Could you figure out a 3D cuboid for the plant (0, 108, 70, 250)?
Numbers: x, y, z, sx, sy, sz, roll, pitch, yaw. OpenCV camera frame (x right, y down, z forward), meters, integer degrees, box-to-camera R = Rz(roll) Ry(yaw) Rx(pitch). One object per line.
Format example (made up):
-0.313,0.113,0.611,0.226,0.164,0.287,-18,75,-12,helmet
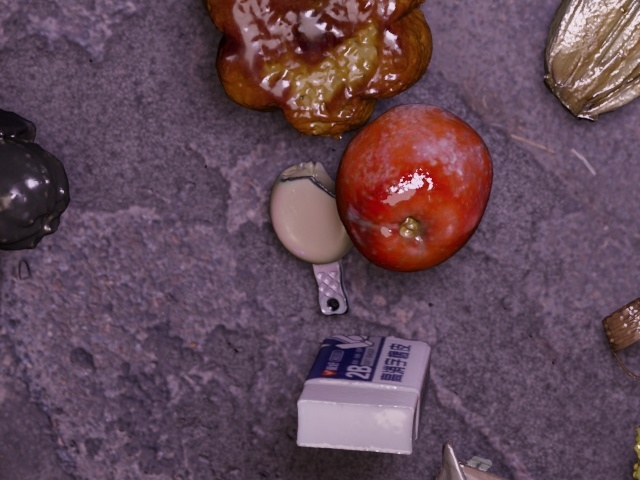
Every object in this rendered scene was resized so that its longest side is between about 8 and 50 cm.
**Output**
-0.389,-0.082,1.919,0.256,0.164,0.142,33,102,15,plant

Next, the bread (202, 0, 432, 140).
0.002,-0.218,1.843,0.246,0.135,0.232,-13,104,11,bread

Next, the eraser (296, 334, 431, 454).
0.048,0.162,1.884,0.124,0.210,0.068,5,105,6,eraser

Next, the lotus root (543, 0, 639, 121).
0.291,-0.198,1.843,0.143,0.070,0.144,39,101,-8,lotus root

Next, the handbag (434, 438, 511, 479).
0.145,0.356,1.965,0.182,0.117,0.270,24,105,-12,handbag

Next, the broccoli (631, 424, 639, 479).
0.421,0.245,1.854,0.242,0.273,0.180,-8,68,8,broccoli

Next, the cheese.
0.006,-0.003,1.934,0.092,0.047,0.171,-26,99,24,cheese

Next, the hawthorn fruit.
0.092,-0.051,1.849,0.173,0.173,0.173,2,103,7,hawthorn fruit

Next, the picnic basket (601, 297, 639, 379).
0.345,0.106,1.903,0.072,0.072,0.083,-32,84,13,picnic basket
